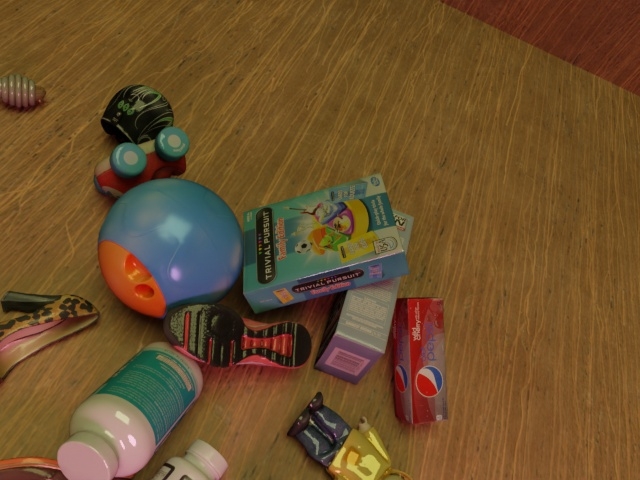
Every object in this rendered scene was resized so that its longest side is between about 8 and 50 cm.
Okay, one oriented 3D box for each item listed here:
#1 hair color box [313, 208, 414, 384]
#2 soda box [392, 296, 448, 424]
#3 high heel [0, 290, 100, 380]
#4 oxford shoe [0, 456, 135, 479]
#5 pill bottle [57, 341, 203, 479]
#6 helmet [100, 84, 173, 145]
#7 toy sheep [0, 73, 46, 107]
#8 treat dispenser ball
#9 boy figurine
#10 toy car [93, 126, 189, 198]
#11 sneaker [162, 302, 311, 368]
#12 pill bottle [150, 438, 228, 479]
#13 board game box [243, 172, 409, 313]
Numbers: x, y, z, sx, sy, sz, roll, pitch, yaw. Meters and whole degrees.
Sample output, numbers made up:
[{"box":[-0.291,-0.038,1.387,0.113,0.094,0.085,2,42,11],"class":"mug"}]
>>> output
[{"box":[0.104,0.114,1.218,0.114,0.185,0.374,22,52,-2],"class":"hair color box"},{"box":[0.214,0.256,1.156,0.092,0.083,0.263,1,83,-18],"class":"soda box"},{"box":[-0.538,0.203,0.989,0.186,0.093,0.261,7,45,-7],"class":"high heel"},{"box":[-0.453,0.416,0.877,0.271,0.097,0.098,7,60,-14],"class":"oxford shoe"},{"box":[-0.322,0.296,0.909,0.146,0.146,0.264,31,23,3],"class":"pill bottle"},{"box":[-0.457,-0.315,1.350,0.169,0.169,0.161,35,70,7],"class":"helmet"},{"box":[-0.762,-0.377,1.327,0.132,0.091,0.091,-5,58,-28],"class":"toy sheep"},{"box":[-0.301,0.017,1.081,0.288,0.288,0.288,9,54,-13],"class":"treat dispenser ball"},{"box":[0.066,0.439,1.041,0.285,0.092,0.177,39,51,14],"class":"boy figurine"},{"box":[-0.380,-0.107,1.233,0.210,0.219,0.238,-31,99,-33],"class":"toy car"},{"box":[-0.176,0.206,1.059,0.314,0.136,0.116,19,66,-32],"class":"sneaker"},{"box":[-0.252,0.447,0.913,0.108,0.108,0.193,37,53,8],"class":"pill bottle"},{"box":[0.000,0.000,1.158,0.336,0.079,0.253,-15,44,6],"class":"board game box"}]
